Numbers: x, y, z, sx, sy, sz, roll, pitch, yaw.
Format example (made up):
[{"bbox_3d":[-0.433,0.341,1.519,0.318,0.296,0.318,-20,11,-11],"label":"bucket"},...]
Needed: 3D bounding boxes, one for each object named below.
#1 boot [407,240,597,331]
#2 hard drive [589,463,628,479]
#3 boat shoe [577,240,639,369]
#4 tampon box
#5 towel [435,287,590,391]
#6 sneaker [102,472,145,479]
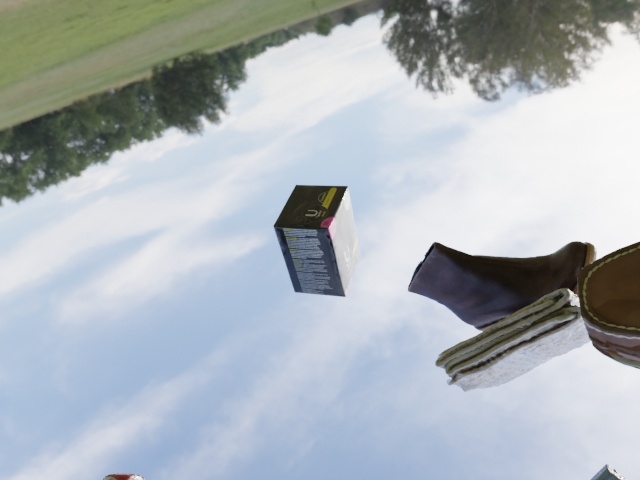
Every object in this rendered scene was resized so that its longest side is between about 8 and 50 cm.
[{"bbox_3d":[0.267,0.054,0.906,0.206,0.248,0.090,25,-132,-3],"label":"boot"},{"bbox_3d":[0.360,0.364,0.751,0.135,0.094,0.022,-56,164,16],"label":"hard drive"},{"bbox_3d":[0.323,0.002,0.348,0.324,0.120,0.123,-14,-130,28],"label":"boat shoe"},{"bbox_3d":[0.000,0.000,1.039,0.101,0.161,0.120,3,-137,20],"label":"tampon box"},{"bbox_3d":[0.273,0.137,0.770,0.187,0.049,0.282,-34,153,23],"label":"towel"},{"bbox_3d":[-0.341,0.496,1.011,0.088,0.225,0.093,4,-161,-13],"label":"sneaker"}]
